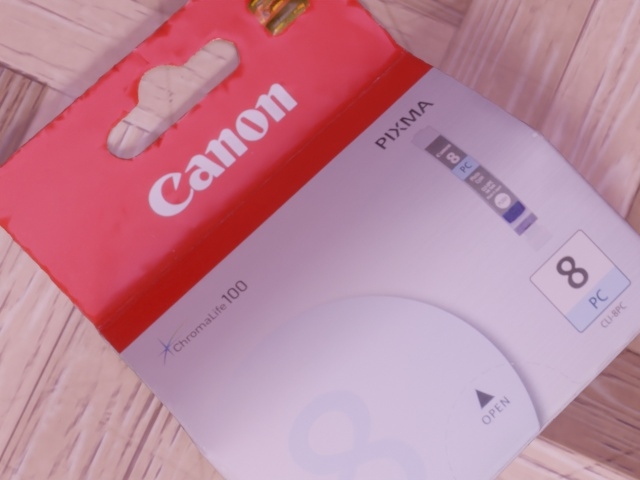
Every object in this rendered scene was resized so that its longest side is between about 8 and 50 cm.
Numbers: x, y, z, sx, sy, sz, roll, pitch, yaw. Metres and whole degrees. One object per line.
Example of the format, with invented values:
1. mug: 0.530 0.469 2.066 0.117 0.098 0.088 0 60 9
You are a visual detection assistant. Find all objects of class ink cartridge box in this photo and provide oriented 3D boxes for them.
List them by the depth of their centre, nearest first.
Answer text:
1. ink cartridge box: 0.000 0.000 0.811 0.308 0.091 0.385 -43 88 -9
